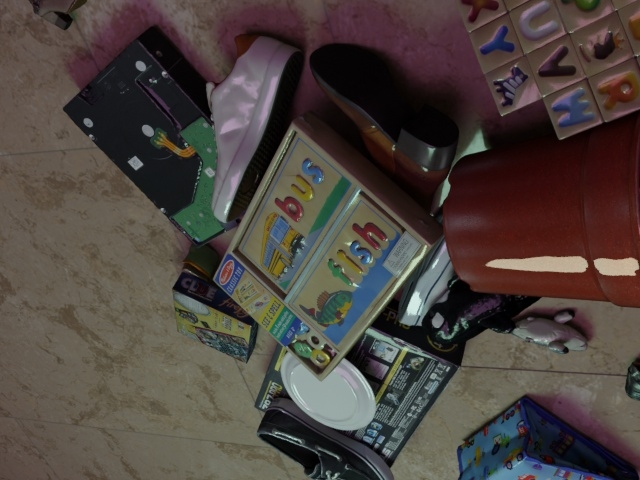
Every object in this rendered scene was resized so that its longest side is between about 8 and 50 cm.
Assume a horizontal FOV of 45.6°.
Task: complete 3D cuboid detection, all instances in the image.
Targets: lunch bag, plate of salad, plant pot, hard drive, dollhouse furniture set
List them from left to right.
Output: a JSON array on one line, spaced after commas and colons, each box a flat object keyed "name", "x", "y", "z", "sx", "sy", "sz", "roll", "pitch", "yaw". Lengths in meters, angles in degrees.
[{"name": "hard drive", "x": -0.241, "y": -0.161, "z": 1.284, "sx": 0.237, "sy": 0.064, "sz": 0.339, "roll": -28, "pitch": 112, "yaw": 39}, {"name": "dollhouse furniture set", "x": -0.180, "y": 0.054, "z": 1.433, "sx": 0.152, "sy": 0.076, "sz": 0.058, "roll": 34, "pitch": 136, "yaw": -19}, {"name": "plate of salad", "x": 0.016, "y": 0.269, "z": 1.412, "sx": 0.200, "sy": 0.048, "sz": 0.200, "roll": 18, "pitch": 129, "yaw": 24}, {"name": "lunch bag", "x": 0.445, "y": 0.463, "z": 1.472, "sx": 0.293, "sy": 0.138, "sz": 0.221, "roll": 27, "pitch": 132, "yaw": -12}, {"name": "plant pot", "x": 0.325, "y": -0.032, "z": 1.016, "sx": 0.265, "sy": 0.272, "sz": 0.272, "roll": -5, "pitch": 126, "yaw": 37}]

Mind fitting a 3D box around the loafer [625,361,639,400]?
[{"name": "loafer", "x": 0.590, "y": 0.236, "z": 1.246, "sx": 0.170, "sy": 0.062, "sz": 0.061, "roll": 1, "pitch": 123, "yaw": 22}]

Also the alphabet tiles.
[{"name": "alphabet tiles", "x": 0.326, "y": -0.287, "z": 0.863, "sx": 0.342, "sy": 0.011, "sz": 0.285, "roll": -21, "pitch": 89, "yaw": 36}]

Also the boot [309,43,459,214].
[{"name": "boot", "x": 0.080, "y": -0.135, "z": 1.155, "sx": 0.264, "sy": 0.096, "sz": 0.280, "roll": 34, "pitch": 152, "yaw": 15}]

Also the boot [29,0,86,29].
[{"name": "boot", "x": -0.413, "y": -0.389, "z": 1.187, "sx": 0.087, "sy": 0.042, "sz": 0.118, "roll": 45, "pitch": 125, "yaw": -5}]

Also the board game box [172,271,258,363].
[{"name": "board game box", "x": -0.205, "y": 0.158, "z": 1.498, "sx": 0.165, "sy": 0.042, "sz": 0.243, "roll": 25, "pitch": 154, "yaw": 4}]

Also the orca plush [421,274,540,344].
[{"name": "orca plush", "x": 0.299, "y": 0.109, "z": 1.192, "sx": 0.287, "sy": 0.102, "sz": 0.151, "roll": -18, "pitch": 136, "yaw": 9}]

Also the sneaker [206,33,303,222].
[{"name": "sneaker", "x": -0.127, "y": -0.174, "z": 1.167, "sx": 0.123, "sy": 0.106, "sz": 0.290, "roll": 26, "pitch": 107, "yaw": 15}]

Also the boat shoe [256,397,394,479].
[{"name": "boat shoe", "x": 0.008, "y": 0.437, "z": 1.525, "sx": 0.301, "sy": 0.102, "sz": 0.108, "roll": 36, "pitch": 135, "yaw": -7}]

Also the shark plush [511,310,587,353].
[{"name": "shark plush", "x": 0.367, "y": 0.166, "z": 1.295, "sx": 0.161, "sy": 0.073, "sz": 0.067, "roll": -6, "pitch": 155, "yaw": 23}]

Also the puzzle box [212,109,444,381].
[{"name": "puzzle box", "x": -0.008, "y": 0.026, "z": 1.208, "sx": 0.272, "sy": 0.052, "sz": 0.409, "roll": 42, "pitch": 136, "yaw": 11}]

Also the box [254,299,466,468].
[{"name": "box", "x": 0.062, "y": 0.262, "z": 1.484, "sx": 0.318, "sy": 0.097, "sz": 0.395, "roll": 23, "pitch": 134, "yaw": 3}]

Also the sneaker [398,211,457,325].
[{"name": "sneaker", "x": 0.204, "y": 0.051, "z": 1.257, "sx": 0.091, "sy": 0.094, "sz": 0.258, "roll": 9, "pitch": 138, "yaw": -7}]
